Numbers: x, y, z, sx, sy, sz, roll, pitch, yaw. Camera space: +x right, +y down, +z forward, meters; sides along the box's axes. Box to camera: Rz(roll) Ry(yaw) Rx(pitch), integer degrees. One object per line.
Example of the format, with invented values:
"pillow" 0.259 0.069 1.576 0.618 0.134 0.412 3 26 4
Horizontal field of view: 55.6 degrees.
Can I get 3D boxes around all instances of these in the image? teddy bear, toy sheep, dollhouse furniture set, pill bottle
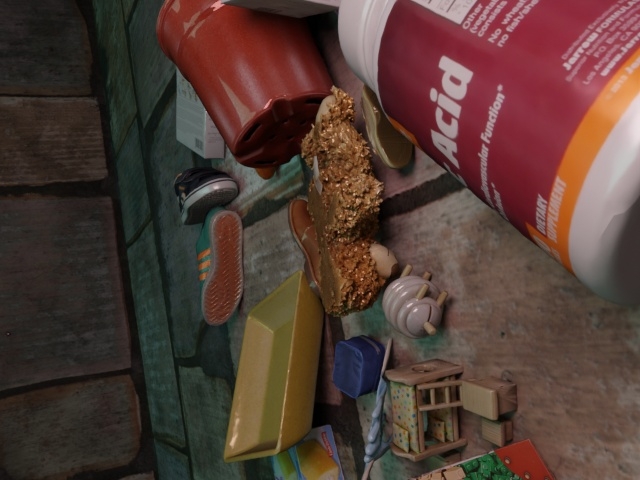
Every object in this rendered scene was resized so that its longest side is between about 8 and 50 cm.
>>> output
"teddy bear" 0.046 -0.059 0.913 0.245 0.113 0.338 109 153 -57
"toy sheep" 0.130 0.090 0.838 0.132 0.091 0.091 -115 28 -66
"dollhouse furniture set" 0.166 0.266 0.786 0.161 0.101 0.182 2 98 62
"pill bottle" 0.185 -0.146 0.534 0.392 0.224 0.224 52 139 45

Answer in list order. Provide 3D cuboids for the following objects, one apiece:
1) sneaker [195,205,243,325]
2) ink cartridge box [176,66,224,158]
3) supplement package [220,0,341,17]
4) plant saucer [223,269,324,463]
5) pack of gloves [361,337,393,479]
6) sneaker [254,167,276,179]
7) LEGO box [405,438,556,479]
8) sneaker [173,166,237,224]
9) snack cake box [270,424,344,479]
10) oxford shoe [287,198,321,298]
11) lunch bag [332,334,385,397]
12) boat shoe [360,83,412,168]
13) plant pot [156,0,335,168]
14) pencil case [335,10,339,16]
"sneaker" -0.263 0.062 1.558 0.121 0.108 0.302 24 109 59
"ink cartridge box" -0.326 -0.362 1.627 0.275 0.060 0.239 35 124 56
"supplement package" -0.045 -0.446 0.825 0.133 0.139 0.244 21 109 56
"plant saucer" -0.085 0.264 1.197 0.333 0.080 0.333 139 142 -57
"pack of gloves" 0.095 0.286 0.894 0.232 0.046 0.195 -58 -23 -67
"sneaker" -0.103 -0.201 1.239 0.067 0.064 0.175 38 132 41
"LEGO box" 0.055 0.487 0.757 0.193 0.372 0.500 63 145 35
"sneaker" -0.310 -0.136 1.574 0.321 0.126 0.128 -26 75 61
"snack cake box" -0.014 0.511 1.193 0.152 0.089 0.265 -43 58 56
"oxford shoe" 0.000 0.000 1.102 0.076 0.076 0.212 -38 55 24
"lunch bag" 0.067 0.210 1.003 0.067 0.065 0.099 23 113 46
"boat shoe" 0.092 -0.163 0.890 0.048 0.056 0.153 114 142 -58
"plant pot" -0.106 -0.285 1.039 0.265 0.272 0.272 64 147 18
"pencil case" 0.017 -0.427 0.933 0.206 0.086 0.088 59 173 32
